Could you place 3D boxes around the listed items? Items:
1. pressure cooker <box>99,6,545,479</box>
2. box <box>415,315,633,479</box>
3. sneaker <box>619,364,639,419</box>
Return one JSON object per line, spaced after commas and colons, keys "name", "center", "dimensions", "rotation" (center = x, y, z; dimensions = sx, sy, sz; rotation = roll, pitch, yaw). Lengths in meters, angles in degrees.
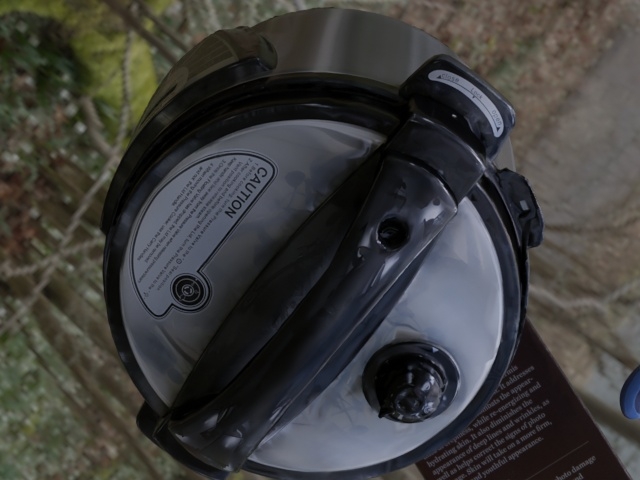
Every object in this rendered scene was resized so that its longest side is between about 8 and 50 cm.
{"name": "pressure cooker", "center": [0.006, 0.002, 1.241], "dimensions": [0.420, 0.375, 0.370], "rotation": [-78, 163, -67]}
{"name": "box", "center": [0.201, 0.217, 1.530], "dimensions": [0.191, 0.381, 0.143], "rotation": [-32, 165, 6]}
{"name": "sneaker", "center": [0.362, 0.140, 1.381], "dimensions": [0.144, 0.059, 0.053], "rotation": [-21, 113, -15]}
